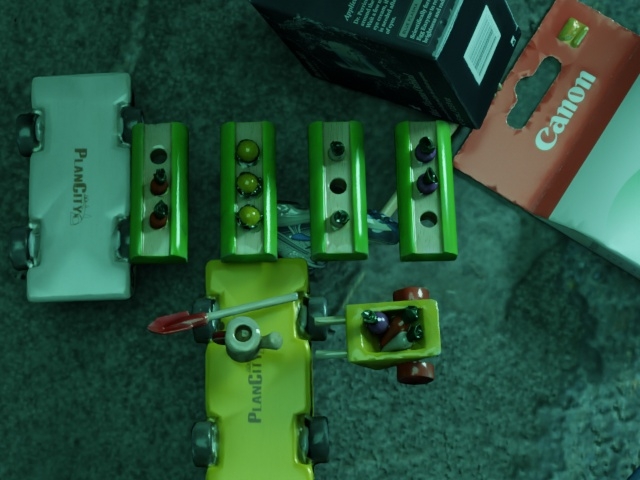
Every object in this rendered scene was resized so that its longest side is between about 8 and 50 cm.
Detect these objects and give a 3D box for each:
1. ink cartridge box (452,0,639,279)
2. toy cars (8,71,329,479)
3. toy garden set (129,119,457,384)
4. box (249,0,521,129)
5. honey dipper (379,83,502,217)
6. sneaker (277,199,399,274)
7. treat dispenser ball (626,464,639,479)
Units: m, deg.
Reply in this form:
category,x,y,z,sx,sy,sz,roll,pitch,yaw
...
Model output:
category,x,y,z,sx,sy,sz,roll,pitch,yaw
ink cartridge box,0.245,-0.079,1.167,0.224,0.056,0.181,32,82,7
toy cars,-0.115,0.039,1.150,0.176,0.087,0.394,-41,76,-10
toy garden set,-0.020,0.003,1.086,0.244,0.049,0.204,-1,71,-1
box,0.053,-0.170,1.125,0.158,0.156,0.093,21,82,22
honey dipper,0.086,-0.069,1.185,0.030,0.030,0.161,38,86,9
sneaker,0.000,0.000,1.163,0.135,0.052,0.058,5,94,23
treat dispenser ball,0.315,0.255,0.977,0.288,0.288,0.288,-1,79,3
